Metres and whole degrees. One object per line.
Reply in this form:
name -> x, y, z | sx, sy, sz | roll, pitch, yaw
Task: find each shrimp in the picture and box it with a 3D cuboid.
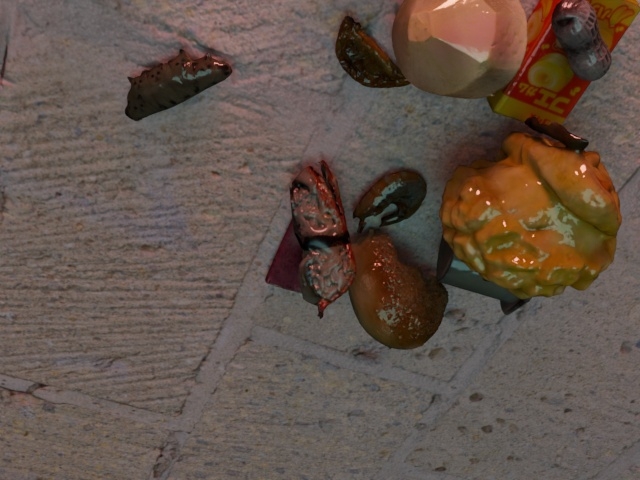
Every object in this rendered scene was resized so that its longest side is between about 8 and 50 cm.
shrimp -> 0.153, -0.076, 1.488 | 0.187, 0.052, 0.132 | -34, 121, 20

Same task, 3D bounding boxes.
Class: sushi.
sushi -> 0.000, 0.000, 1.453 | 0.129, 0.124, 0.332 | -12, 95, 3

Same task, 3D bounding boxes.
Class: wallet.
wallet -> -0.040, 0.028, 1.585 | 0.119, 0.025, 0.232 | 17, 125, -13

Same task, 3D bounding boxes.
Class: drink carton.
drink carton -> 0.366, 0.053, 1.507 | 0.189, 0.186, 0.191 | 12, 160, -3

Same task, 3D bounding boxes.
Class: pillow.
pillow -> -0.290, -0.306, 1.302 | 0.241, 0.051, 0.093 | -21, 126, 18

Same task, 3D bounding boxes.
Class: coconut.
coconut -> 0.235, -0.348, 1.178 | 0.236, 0.237, 0.198 | -2, 97, 1

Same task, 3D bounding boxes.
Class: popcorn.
popcorn -> 0.408, -0.072, 1.287 | 0.348, 0.349, 0.382 | 3, 140, -3

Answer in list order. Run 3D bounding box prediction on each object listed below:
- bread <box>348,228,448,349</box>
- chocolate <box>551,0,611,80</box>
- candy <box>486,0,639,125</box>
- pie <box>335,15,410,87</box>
bread -> 0.172, 0.138, 1.559 | 0.171, 0.192, 0.314 | -15, 124, 38
chocolate -> 0.447, -0.345, 1.157 | 0.072, 0.072, 0.167 | -28, 123, 20
candy -> 0.440, -0.348, 1.255 | 0.146, 0.088, 0.276 | 15, 126, -14
pie -> 0.084, -0.345, 1.288 | 0.088, 0.033, 0.191 | -31, 128, 31
